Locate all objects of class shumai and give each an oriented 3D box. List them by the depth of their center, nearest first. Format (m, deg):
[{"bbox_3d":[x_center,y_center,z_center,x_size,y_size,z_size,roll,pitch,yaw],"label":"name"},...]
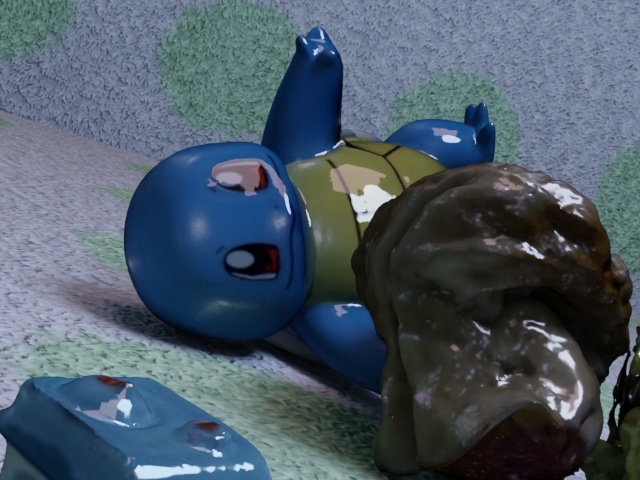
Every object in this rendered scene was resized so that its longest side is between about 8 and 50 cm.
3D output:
[{"bbox_3d":[0.082,0.068,0.747,0.184,0.185,0.218,38,-20,-10],"label":"shumai"}]

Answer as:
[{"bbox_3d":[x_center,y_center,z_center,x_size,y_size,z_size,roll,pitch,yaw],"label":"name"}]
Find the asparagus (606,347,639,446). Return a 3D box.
[{"bbox_3d":[0.397,0.176,0.882,0.381,0.128,0.108,21,43,13],"label":"asparagus"}]

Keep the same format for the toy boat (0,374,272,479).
[{"bbox_3d":[-0.017,0.109,0.308,0.109,0.098,0.237,8,12,-46],"label":"toy boat"}]

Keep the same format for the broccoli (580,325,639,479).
[{"bbox_3d":[0.320,0.105,0.641,0.293,0.281,0.348,29,-33,9],"label":"broccoli"}]

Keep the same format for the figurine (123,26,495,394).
[{"bbox_3d":[0.038,-0.007,0.981,0.242,0.298,0.416,-12,-13,28],"label":"figurine"}]
